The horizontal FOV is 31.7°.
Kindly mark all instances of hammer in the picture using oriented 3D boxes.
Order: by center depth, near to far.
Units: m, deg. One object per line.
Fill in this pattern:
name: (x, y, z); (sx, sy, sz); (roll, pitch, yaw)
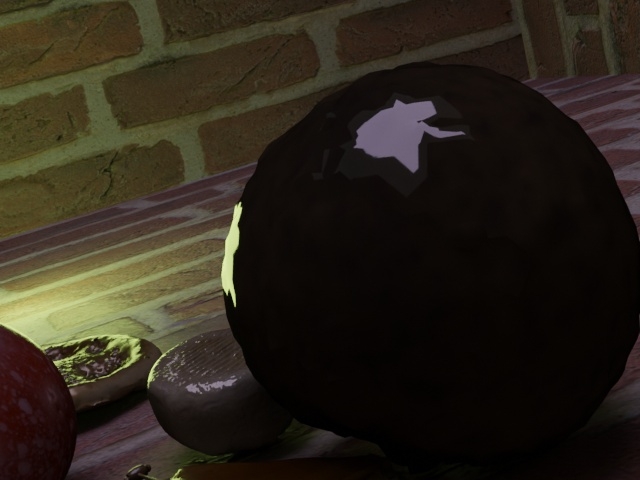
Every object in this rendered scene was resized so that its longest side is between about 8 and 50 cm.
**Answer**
hammer: (-0.142, 0.220, 1.020); (0.029, 0.014, 0.123); (-30, 16, -32)

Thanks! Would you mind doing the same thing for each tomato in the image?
tomato: (-0.386, 0.193, 1.154); (0.270, 0.227, 0.270); (-11, 15, 3)

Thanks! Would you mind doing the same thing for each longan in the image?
longan: (0.099, 0.030, 1.041); (0.391, 0.391, 0.391); (-13, 13, 3)

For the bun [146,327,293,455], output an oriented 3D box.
bun: (-0.095, 0.170, 1.215); (0.173, 0.113, 0.166); (-16, 20, -20)

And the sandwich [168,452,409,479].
sandwich: (-0.071, 0.237, 1.006); (0.245, 0.063, 0.212); (-18, 12, -25)

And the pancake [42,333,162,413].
pancake: (-0.381, 0.196, 1.508); (0.356, 0.065, 0.356); (-10, 10, 2)
